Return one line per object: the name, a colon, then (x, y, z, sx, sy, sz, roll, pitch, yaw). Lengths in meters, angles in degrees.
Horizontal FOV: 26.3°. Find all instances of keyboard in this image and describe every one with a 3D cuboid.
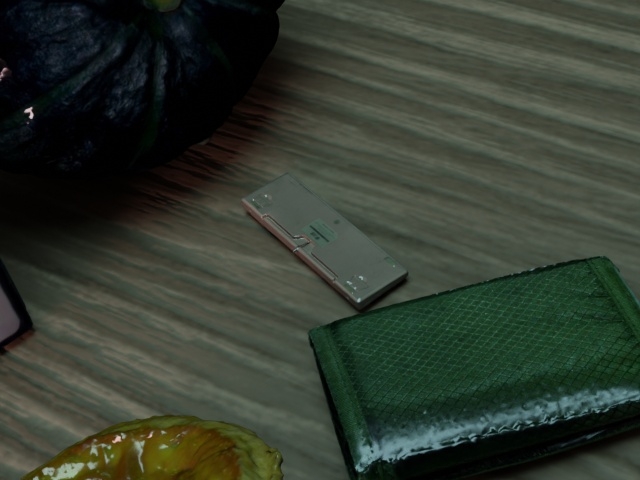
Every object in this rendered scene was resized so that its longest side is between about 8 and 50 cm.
keyboard: (0.000, 0.000, 1.115, 0.055, 0.017, 0.166, -31, 47, -21)

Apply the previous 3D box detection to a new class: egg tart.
egg tart: (-0.127, 0.207, 0.873, 0.241, 0.106, 0.241, -17, 26, 9)

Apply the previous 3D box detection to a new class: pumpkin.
pumpkin: (-0.203, -0.229, 1.147, 0.363, 0.363, 0.266, -37, 37, -19)

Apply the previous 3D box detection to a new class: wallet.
wallet: (0.121, 0.091, 0.969, 0.236, 0.055, 0.160, -13, 42, -5)

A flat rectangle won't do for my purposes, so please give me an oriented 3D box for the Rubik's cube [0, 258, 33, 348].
Rubik's cube: (-0.483, -0.039, 1.062, 0.343, 0.337, 0.344, -33, 49, -16)
